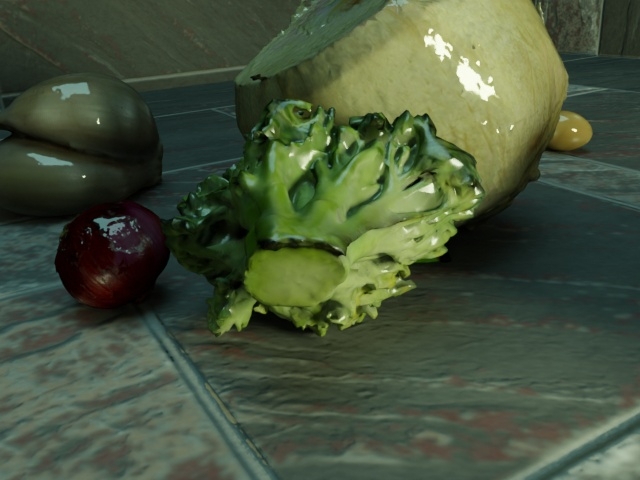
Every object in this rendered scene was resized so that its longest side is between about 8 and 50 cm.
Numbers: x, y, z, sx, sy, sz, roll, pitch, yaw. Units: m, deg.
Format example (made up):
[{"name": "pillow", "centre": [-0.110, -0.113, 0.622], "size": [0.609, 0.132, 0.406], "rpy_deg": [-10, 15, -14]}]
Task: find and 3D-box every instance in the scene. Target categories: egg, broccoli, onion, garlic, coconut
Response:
[{"name": "egg", "centre": [0.481, -0.214, 1.223], "size": [0.096, 0.080, 0.080], "rpy_deg": [4, 22, 0]}, {"name": "broccoli", "centre": [0.000, 0.000, 0.585], "size": [0.288, 0.248, 0.245], "rpy_deg": [-42, 16, 25]}, {"name": "onion", "centre": [-0.233, 0.018, 0.704], "size": [0.131, 0.131, 0.131], "rpy_deg": [-3, 22, 1]}, {"name": "garlic", "centre": [-0.453, -0.170, 1.055], "size": [0.340, 0.232, 0.246], "rpy_deg": [1, 24, -5]}, {"name": "coconut", "centre": [0.122, -0.167, 0.819], "size": [0.404, 0.405, 0.404], "rpy_deg": [-3, 22, 1]}]

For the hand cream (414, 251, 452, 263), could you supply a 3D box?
[{"name": "hand cream", "centre": [0.100, 0.019, 0.778], "size": [0.121, 0.023, 0.036], "rpy_deg": [0, 19, -1]}]
